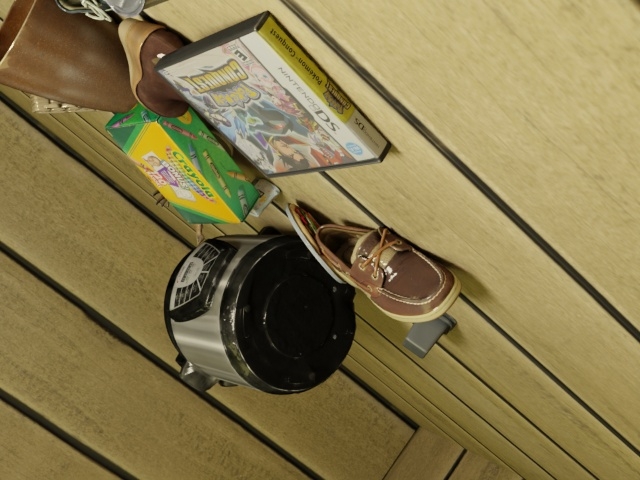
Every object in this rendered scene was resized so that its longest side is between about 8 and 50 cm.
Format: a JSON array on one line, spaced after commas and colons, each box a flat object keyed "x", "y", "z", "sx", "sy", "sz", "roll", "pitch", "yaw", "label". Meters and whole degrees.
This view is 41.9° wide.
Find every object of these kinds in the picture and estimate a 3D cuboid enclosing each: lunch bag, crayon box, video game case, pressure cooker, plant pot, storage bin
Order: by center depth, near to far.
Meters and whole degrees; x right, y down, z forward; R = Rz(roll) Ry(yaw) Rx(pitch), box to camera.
[{"x": -0.073, "y": -0.184, "z": 1.150, "sx": 0.248, "sy": 0.035, "sz": 0.275, "roll": 43, "pitch": 155, "yaw": -28, "label": "video game case"}, {"x": -0.411, "y": -0.317, "z": 1.420, "sx": 0.230, "sy": 0.215, "sz": 0.215, "roll": 26, "pitch": 175, "yaw": -32, "label": "plant pot"}, {"x": -0.264, "y": -0.151, "z": 1.623, "sx": 0.165, "sy": 0.081, "sz": 0.278, "roll": 0, "pitch": 139, "yaw": 42, "label": "crayon box"}, {"x": -0.128, "y": -0.090, "z": 1.730, "sx": 0.053, "sy": 0.071, "sz": 0.083, "roll": 48, "pitch": 167, "yaw": -29, "label": "lunch bag"}, {"x": 0.217, "y": 0.190, "z": 1.769, "sx": 0.098, "sy": 0.091, "sz": 0.135, "roll": 35, "pitch": 168, "yaw": 10, "label": "storage bin"}, {"x": -0.167, "y": 0.168, "z": 1.984, "sx": 0.420, "sy": 0.370, "sz": 0.375, "roll": 2, "pitch": 104, "yaw": 55, "label": "pressure cooker"}]

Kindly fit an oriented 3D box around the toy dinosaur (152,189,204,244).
[{"x": -0.343, "y": -0.122, "z": 2.133, "sx": 0.200, "sy": 0.127, "sz": 0.295, "roll": 42, "pitch": 164, "yaw": 8, "label": "toy dinosaur"}]

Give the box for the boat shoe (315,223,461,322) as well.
[{"x": 0.102, "y": 0.040, "z": 1.461, "sx": 0.123, "sy": 0.123, "sz": 0.342, "roll": 43, "pitch": 173, "yaw": -33, "label": "boat shoe"}]

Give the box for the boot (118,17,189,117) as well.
[{"x": -0.217, "y": -0.239, "z": 1.352, "sx": 0.207, "sy": 0.090, "sz": 0.248, "roll": 34, "pitch": 165, "yaw": 23, "label": "boot"}]

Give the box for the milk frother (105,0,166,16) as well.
[{"x": -0.172, "y": -0.310, "z": 0.830, "sx": 0.143, "sy": 0.135, "sz": 0.129, "roll": 26, "pitch": 134, "yaw": 32, "label": "milk frother"}]

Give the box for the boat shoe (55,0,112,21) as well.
[{"x": -0.322, "y": -0.366, "z": 1.193, "sx": 0.095, "sy": 0.079, "sz": 0.255, "roll": 45, "pitch": 166, "yaw": -34, "label": "boat shoe"}]

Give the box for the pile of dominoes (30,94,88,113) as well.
[{"x": -0.450, "y": -0.286, "z": 1.691, "sx": 0.196, "sy": 0.251, "sz": 0.040, "roll": 9, "pitch": 105, "yaw": 63, "label": "pile of dominoes"}]

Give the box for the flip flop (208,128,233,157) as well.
[{"x": -0.266, "y": -0.198, "z": 1.723, "sx": 0.277, "sy": 0.080, "sz": 0.112, "roll": -5, "pitch": 140, "yaw": 50, "label": "flip flop"}]

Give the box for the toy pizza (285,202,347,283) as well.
[{"x": 0.000, "y": 0.000, "z": 1.682, "sx": 0.201, "sy": 0.032, "sz": 0.201, "roll": 52, "pitch": -172, "yaw": -10, "label": "toy pizza"}]
